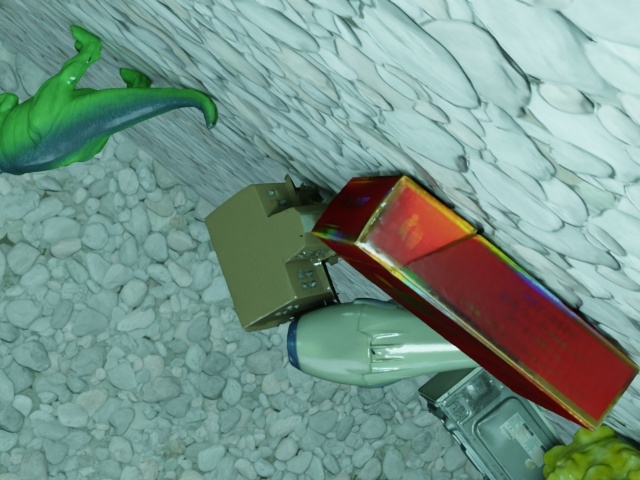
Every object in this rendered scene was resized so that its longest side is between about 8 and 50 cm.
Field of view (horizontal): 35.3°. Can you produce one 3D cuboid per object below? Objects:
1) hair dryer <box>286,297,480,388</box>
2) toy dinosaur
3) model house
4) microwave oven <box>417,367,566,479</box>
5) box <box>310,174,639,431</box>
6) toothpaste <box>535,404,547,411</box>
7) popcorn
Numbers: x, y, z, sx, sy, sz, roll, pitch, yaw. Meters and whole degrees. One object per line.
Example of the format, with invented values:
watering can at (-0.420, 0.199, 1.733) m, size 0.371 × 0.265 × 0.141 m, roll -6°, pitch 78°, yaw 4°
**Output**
hair dryer at (0.144, 0.119, 1.332) m, size 0.296 × 0.119 × 0.298 m, roll 3°, pitch -168°, yaw 35°
toy dinosaur at (-0.379, -0.128, 1.411) m, size 0.144 × 0.374 × 0.500 m, roll 51°, pitch 170°, yaw -34°
model house at (0.000, 0.000, 1.375) m, size 0.248 × 0.176 × 0.181 m, roll -10°, pitch -105°, yaw -51°
microwave oven at (0.299, 0.321, 1.714) m, size 0.240 × 0.145 × 0.194 m, roll 53°, pitch 177°, yaw -2°
box at (0.152, 0.057, 1.045) m, size 0.313 × 0.089 × 0.197 m, roll 37°, pitch 176°, yaw -12°
toothpaste at (0.362, 0.269, 1.748) m, size 0.049 × 0.031 × 0.204 m, roll 54°, pitch 173°, yaw -6°
popcorn at (0.438, 0.410, 1.490) m, size 0.241 × 0.235 × 0.250 m, roll 10°, pitch -174°, yaw 17°
